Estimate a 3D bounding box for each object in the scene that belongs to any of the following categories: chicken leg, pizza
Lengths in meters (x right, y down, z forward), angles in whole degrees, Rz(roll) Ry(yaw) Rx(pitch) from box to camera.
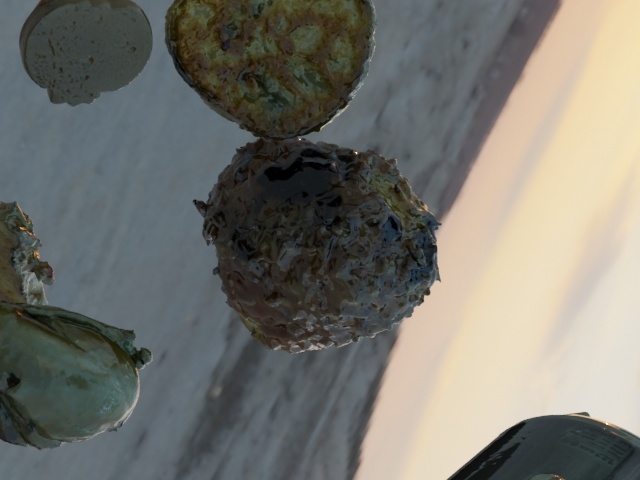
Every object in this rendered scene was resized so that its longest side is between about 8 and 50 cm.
[{"bbox_3d":[-0.402,0.107,1.590,0.201,0.429,0.153,-46,-156,7],"label":"chicken leg"},{"bbox_3d":[-0.454,0.005,1.834,0.071,0.189,0.297,-57,174,-25],"label":"pizza"}]

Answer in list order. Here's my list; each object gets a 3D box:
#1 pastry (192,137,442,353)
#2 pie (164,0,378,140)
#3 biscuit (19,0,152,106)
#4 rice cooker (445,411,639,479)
[{"bbox_3d":[-0.016,-0.007,2.067,0.405,0.337,0.292,-24,-150,47],"label":"pastry"},{"bbox_3d":[-0.070,-0.296,1.942,0.315,0.315,0.092,-63,-174,9],"label":"pie"},{"bbox_3d":[-0.303,-0.248,1.677,0.170,0.170,0.050,-65,-145,35],"label":"biscuit"},{"bbox_3d":[0.196,0.318,1.162,0.277,0.288,0.288,-29,153,-43],"label":"rice cooker"}]
